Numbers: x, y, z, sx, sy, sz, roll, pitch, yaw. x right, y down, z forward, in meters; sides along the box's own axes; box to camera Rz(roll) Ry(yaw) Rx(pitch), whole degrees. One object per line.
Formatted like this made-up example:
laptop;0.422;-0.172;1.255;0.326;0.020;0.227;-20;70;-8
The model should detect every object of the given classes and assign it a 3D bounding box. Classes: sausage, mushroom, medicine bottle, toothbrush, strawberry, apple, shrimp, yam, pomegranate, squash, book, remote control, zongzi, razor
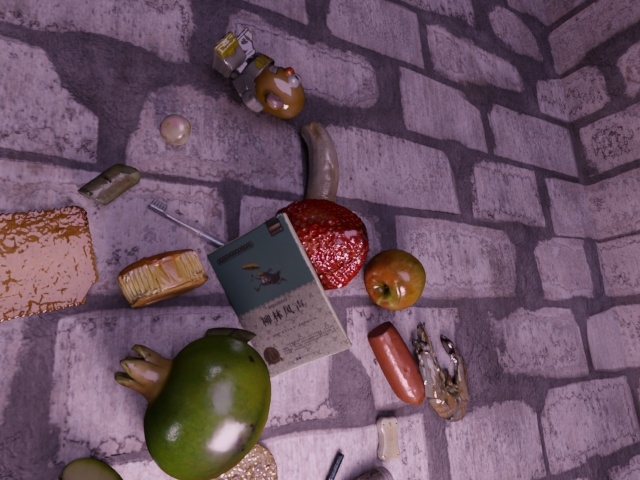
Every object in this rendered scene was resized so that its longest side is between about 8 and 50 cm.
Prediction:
sausage;0.240;0.386;1.284;0.113;0.113;0.259;-27;90;-34
mushroom;0.001;-0.217;1.331;0.122;0.095;0.352;-2;74;-13
medicine bottle;0.133;0.691;1.147;0.140;0.079;0.079;-8;80;-33
toothbrush;-0.304;-0.011;1.125;0.342;0.025;0.030;33;59;-18
strawberry;0.000;0.000;1.148;0.250;0.288;0.239;39;49;-37
apple;0.239;0.120;1.317;0.195;0.196;0.196;9;71;-29
shrimp;0.411;0.428;1.400;0.246;0.085;0.361;-29;95;-43
yam;-0.508;-0.140;1.012;0.070;0.069;0.146;48;59;-10
pomegranate;-0.272;0.347;0.902;0.358;0.216;0.310;34;76;-16
squash;-0.404;0.498;0.776;0.093;0.252;0.170;-30;92;-35
book;-0.112;0.149;1.074;0.380;0.264;0.031;62;22;-1
remote control;0.202;0.593;1.245;0.074;0.032;0.122;10;70;-28
zongzi;-0.228;0.239;1.042;0.103;0.113;0.052;15;63;-27
razor;0.015;0.666;1.117;0.066;0.033;0.190;19;54;21
mushroom;-0.392;-0.300;1.130;0.083;0.067;0.084;1;96;10

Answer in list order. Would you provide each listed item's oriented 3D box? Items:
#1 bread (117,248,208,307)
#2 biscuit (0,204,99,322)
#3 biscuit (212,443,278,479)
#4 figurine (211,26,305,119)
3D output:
bread;-0.375;0.083;0.990;0.190;0.132;0.114;-23;87;-36
biscuit;-0.629;0.044;0.919;0.231;0.013;0.237;-11;82;-33
biscuit;-0.199;0.597;1.003;0.219;0.033;0.220;11;69;-29
figurine;-0.171;-0.485;1.258;0.285;0.167;0.343;43;55;-10
